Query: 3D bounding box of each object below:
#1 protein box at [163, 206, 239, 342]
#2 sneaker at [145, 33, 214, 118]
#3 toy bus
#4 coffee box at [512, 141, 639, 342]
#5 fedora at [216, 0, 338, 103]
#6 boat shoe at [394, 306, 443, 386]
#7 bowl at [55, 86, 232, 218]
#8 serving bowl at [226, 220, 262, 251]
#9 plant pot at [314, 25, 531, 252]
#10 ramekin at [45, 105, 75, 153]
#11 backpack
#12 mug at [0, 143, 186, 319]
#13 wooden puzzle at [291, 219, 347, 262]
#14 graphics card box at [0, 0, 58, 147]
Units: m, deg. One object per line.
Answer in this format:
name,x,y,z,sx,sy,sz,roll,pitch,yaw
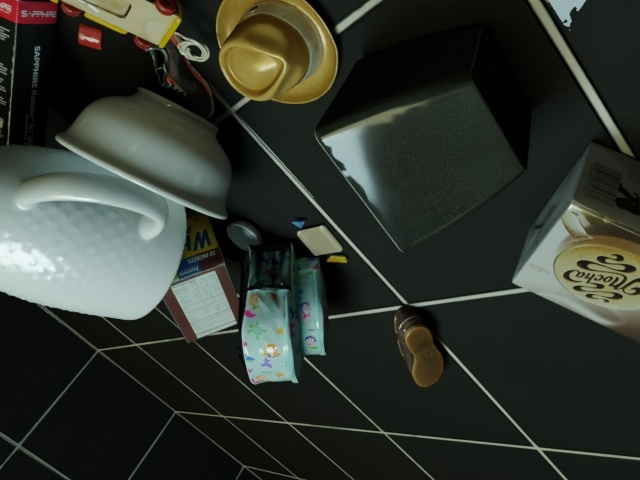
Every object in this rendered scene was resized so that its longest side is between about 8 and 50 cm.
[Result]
protein box,-0.266,0.064,1.163,0.201,0.135,0.200,81,165,-49
sneaker,-0.228,-0.252,0.874,0.061,0.065,0.158,4,137,37
toy bus,-0.261,-0.345,0.745,0.190,0.105,0.202,1,159,10
coffee box,0.410,0.033,0.652,0.297,0.119,0.168,27,145,10
fedora,-0.074,-0.245,0.740,0.194,0.079,0.194,22,145,16
boat shoe,0.198,0.215,1.122,0.073,0.073,0.207,54,167,50
bowl,-0.259,-0.158,0.910,0.297,0.134,0.298,27,-178,-1
serving bowl,-0.154,-0.012,1.153,0.083,0.027,0.083,22,146,16
plant pot,0.136,-0.131,0.636,0.166,0.188,0.187,-20,120,36
ramekin,-0.634,-0.173,1.216,0.277,0.135,0.277,18,132,22
backpack,-0.079,0.156,1.103,0.190,0.254,0.225,2,140,4
mug,-0.414,-0.031,0.933,0.374,0.276,0.328,-15,155,40
wooden puzzle,0.000,0.000,1.055,0.078,0.014,0.116,-7,130,39
graphics card box,-0.604,-0.284,0.988,0.232,0.094,0.371,25,116,11
